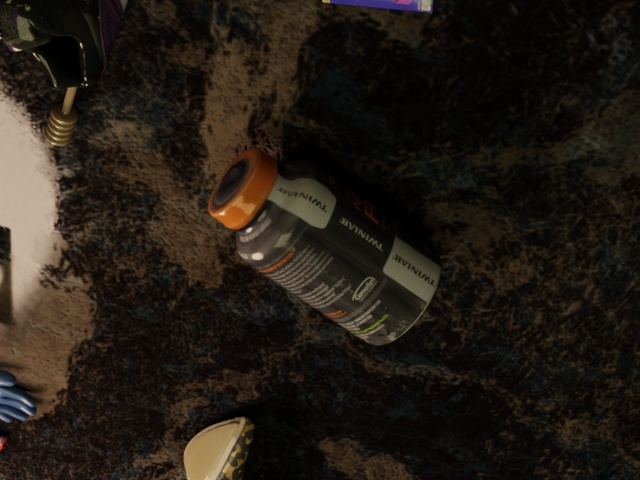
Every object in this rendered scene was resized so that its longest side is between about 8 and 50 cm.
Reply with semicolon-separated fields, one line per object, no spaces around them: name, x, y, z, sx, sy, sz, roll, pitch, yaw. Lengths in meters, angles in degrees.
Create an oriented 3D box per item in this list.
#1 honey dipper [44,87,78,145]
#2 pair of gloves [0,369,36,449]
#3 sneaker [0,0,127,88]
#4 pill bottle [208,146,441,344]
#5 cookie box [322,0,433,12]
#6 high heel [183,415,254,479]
honey dipper;-0.257;-0.165;1.684;0.030;0.030;0.160;19;133;-8
pair of gloves;-0.462;0.215;2.108;0.159;0.023;0.198;26;134;-17
sneaker;-0.272;-0.246;1.488;0.107;0.124;0.283;-8;148;26
pill bottle;0.000;0.000;1.729;0.246;0.130;0.130;34;131;-23
cookie box;0.057;-0.265;1.517;0.107;0.040;0.091;7;136;5
high heel;-0.094;0.322;2.122;0.186;0.093;0.261;13;130;-28
